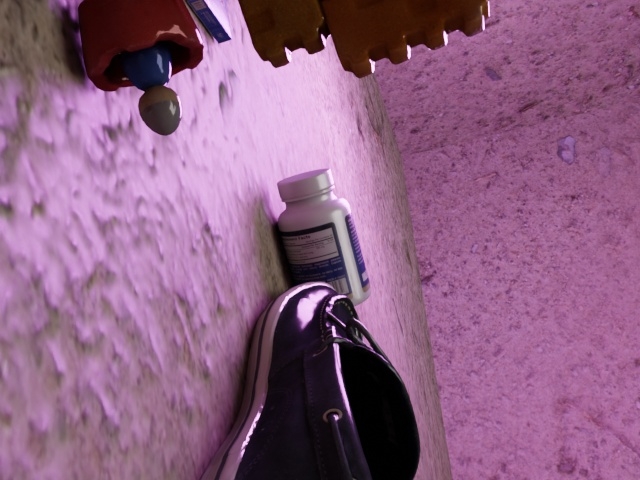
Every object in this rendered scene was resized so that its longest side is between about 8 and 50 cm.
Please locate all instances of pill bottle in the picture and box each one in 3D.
[{"bbox_3d":[0.000,0.000,1.029,0.094,0.094,0.169,-58,135,-74],"label":"pill bottle"}]

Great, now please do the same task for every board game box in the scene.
[{"bbox_3d":[-0.126,-0.280,0.907,0.090,0.020,0.090,47,30,-69],"label":"board game box"}]

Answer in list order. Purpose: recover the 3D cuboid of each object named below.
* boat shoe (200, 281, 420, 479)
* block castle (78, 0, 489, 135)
[{"bbox_3d":[0.013,0.170,0.761,0.500,0.156,0.187,-71,144,-72],"label":"boat shoe"},{"bbox_3d":[0.012,-0.232,0.457,0.303,0.453,0.213,16,55,-79],"label":"block castle"}]
